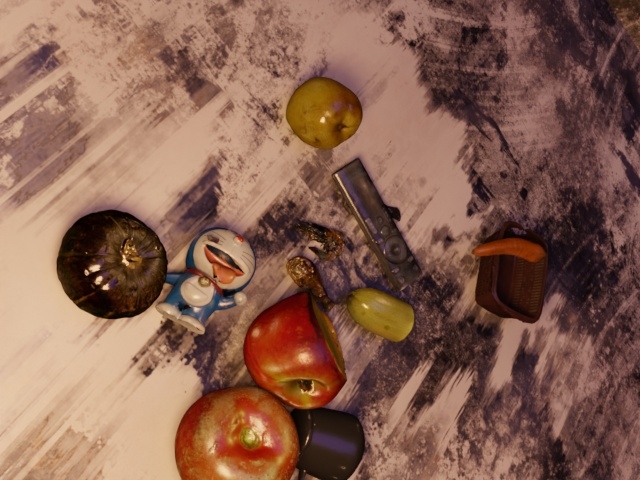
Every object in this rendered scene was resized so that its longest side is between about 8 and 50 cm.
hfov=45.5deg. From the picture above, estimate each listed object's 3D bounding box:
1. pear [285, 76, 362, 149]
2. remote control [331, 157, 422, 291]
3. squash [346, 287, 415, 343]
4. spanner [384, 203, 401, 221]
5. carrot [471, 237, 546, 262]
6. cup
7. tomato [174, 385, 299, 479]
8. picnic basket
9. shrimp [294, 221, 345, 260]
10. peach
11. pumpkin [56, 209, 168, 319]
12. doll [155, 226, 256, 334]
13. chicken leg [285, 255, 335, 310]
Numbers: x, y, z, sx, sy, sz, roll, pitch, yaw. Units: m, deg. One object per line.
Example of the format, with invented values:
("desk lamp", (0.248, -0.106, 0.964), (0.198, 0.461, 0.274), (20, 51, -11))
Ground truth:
("pear", (0.011, -0.335, 2.008), (0.199, 0.200, 0.200), (9, 73, -34))
("remote control", (0.160, -0.043, 2.124), (0.107, 0.044, 0.378), (-34, 101, -26))
("squash", (0.150, 0.184, 2.022), (0.186, 0.123, 0.123), (29, 64, -28))
("spanner", (0.155, -0.120, 2.165), (0.208, 0.012, 0.046), (39, 59, -21))
("carrot", (0.554, 0.023, 2.239), (0.271, 0.066, 0.062), (9, 29, -26))
("cup", (-0.002, 0.502, 1.803), (0.176, 0.169, 0.223), (26, 61, -22))
("tomato", (-0.188, 0.454, 1.652), (0.270, 0.223, 0.270), (14, 53, -20))
("picnic basket", (0.573, 0.105, 2.336), (0.222, 0.129, 0.297), (27, 64, -26))
("shrimp", (0.000, 0.000, 2.011), (0.161, 0.034, 0.091), (23, 67, -30))
("peach", (-0.057, 0.245, 1.788), (0.245, 0.249, 0.275), (3, 36, -2))
("pumpkin", (-0.434, 0.052, 1.610), (0.237, 0.159, 0.238), (13, 66, -33))
("doll", (-0.259, 0.084, 1.733), (0.215, 0.161, 0.257), (29, 64, 2))
("chicken leg", (-0.022, 0.115, 1.952), (0.178, 0.070, 0.093), (54, 29, -27))
